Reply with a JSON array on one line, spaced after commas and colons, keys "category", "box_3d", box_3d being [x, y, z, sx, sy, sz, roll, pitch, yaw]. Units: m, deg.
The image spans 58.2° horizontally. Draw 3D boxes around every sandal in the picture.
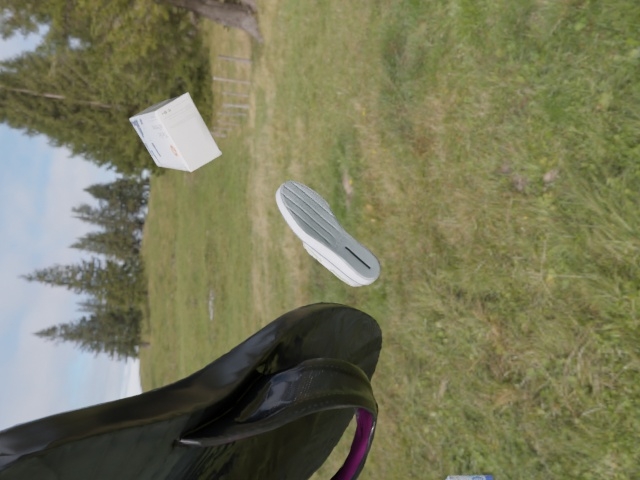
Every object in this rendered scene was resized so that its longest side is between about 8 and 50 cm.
[{"category": "sandal", "box_3d": [-0.050, 0.162, 0.408, 0.106, 0.445, 0.168, 15, 105, 30]}]

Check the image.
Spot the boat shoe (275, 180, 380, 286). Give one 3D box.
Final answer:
[{"category": "boat shoe", "box_3d": [0.000, 0.000, 0.986, 0.083, 0.226, 0.076, -44, 2, -35]}]

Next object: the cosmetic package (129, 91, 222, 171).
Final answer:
[{"category": "cosmetic package", "box_3d": [-0.234, -0.165, 0.902, 0.099, 0.060, 0.239, 60, 162, -21]}]

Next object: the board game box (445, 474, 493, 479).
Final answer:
[{"category": "board game box", "box_3d": [0.288, 0.496, 1.148, 0.020, 0.089, 0.090, -94, 8, -46]}]
